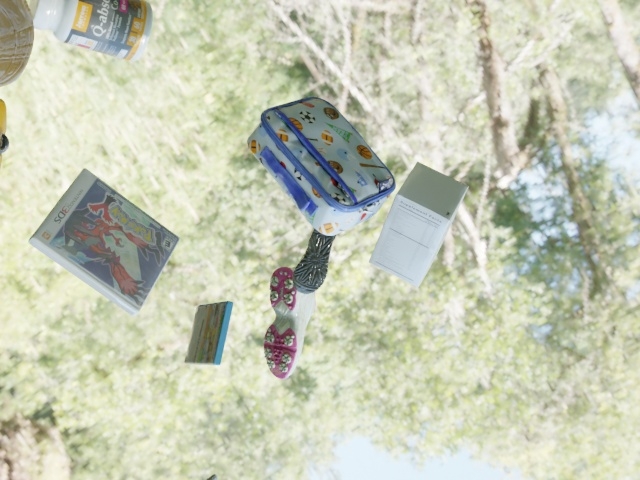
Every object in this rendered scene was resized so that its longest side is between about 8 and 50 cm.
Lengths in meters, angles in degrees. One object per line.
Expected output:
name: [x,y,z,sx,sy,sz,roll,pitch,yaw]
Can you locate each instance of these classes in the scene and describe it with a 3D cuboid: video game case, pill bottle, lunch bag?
video game case: [-0.213,0.177,1.650,0.166,0.015,0.119,-14,-118,62]
pill bottle: [-0.574,-0.558,2.172,0.278,0.162,0.162,11,164,-30]
lunch bag: [0.004,-0.154,1.796,0.243,0.303,0.115,-24,158,-49]
video game case: [-0.342,-0.001,1.406,0.023,0.201,0.183,-38,-159,39]

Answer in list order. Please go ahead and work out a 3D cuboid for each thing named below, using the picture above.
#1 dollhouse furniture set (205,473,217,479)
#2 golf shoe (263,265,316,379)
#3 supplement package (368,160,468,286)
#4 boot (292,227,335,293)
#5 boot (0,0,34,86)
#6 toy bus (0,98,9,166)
dollhouse furniture set: [-0.148,0.548,1.683,0.101,0.182,0.161,-57,162,-10]
golf shoe: [-0.065,0.211,2.257,0.115,0.306,0.140,20,-161,35]
supplement package: [0.225,-0.035,2.013,0.134,0.139,0.244,-55,170,-42]
boot: [0.002,0.002,1.957,0.208,0.076,0.189,-81,-165,-67]
boot: [-0.519,-0.381,1.298,0.095,0.203,0.262,-25,143,-32]
toy bus: [-0.803,-0.169,1.976,0.130,0.333,0.108,13,-174,10]
